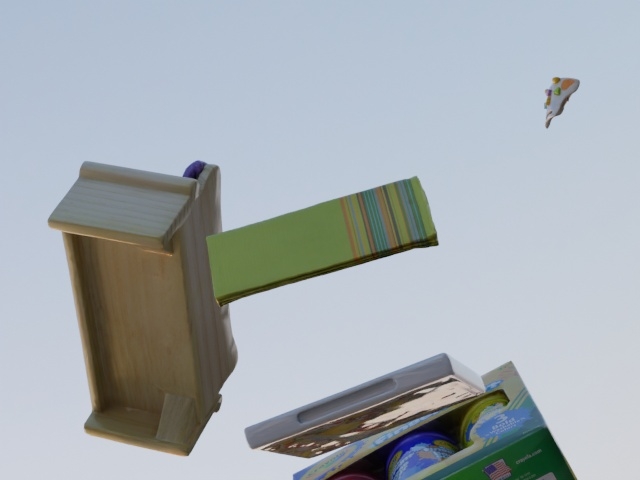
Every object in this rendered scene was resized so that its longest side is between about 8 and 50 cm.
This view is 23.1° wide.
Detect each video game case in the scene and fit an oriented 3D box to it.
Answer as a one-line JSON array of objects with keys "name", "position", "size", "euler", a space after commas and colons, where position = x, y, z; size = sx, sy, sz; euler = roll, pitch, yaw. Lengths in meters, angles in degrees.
[{"name": "video game case", "position": [0.050, 0.168, 1.550], "size": [0.206, 0.026, 0.227], "euler": [-22, -14, 9]}]

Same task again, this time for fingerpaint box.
[{"name": "fingerpaint box", "position": [0.180, 0.407, 2.579], "size": [0.445, 0.163, 0.371], "euler": [-28, 11, 4]}]

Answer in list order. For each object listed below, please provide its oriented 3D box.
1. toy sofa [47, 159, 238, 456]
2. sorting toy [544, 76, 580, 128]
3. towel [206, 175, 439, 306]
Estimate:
[{"name": "toy sofa", "position": [-0.211, 0.073, 1.916], "size": [0.177, 0.150, 0.362], "euler": [-62, -24, -48]}, {"name": "sorting toy", "position": [0.399, -0.230, 2.656], "size": [0.083, 0.045, 0.075], "euler": [114, 177, -62]}, {"name": "towel", "position": [0.000, 0.000, 1.622], "size": [0.237, 0.102, 0.021], "euler": [-16, -48, 4]}]
